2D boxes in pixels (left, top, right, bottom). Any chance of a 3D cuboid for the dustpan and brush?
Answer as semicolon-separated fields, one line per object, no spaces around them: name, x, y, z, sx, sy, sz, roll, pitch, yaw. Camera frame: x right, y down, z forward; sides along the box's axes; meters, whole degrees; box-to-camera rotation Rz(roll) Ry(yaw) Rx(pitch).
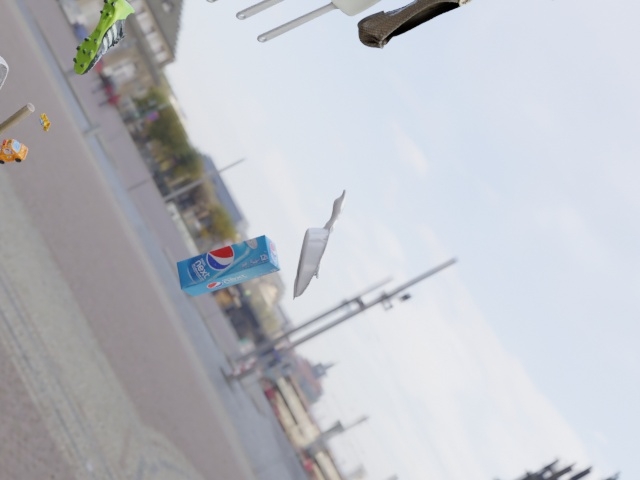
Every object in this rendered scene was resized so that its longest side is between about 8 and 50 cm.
dustpan and brush;0.000;0.000;2.099;0.147;0.060;0.211;-91;-167;-75

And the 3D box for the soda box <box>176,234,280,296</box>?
soda box;-0.198;0.055;2.418;0.071;0.210;0.067;44;30;-66

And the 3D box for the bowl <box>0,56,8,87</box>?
bowl;-0.692;-0.323;2.173;0.142;0.142;0.053;7;48;-40

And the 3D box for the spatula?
spatula;-0.038;-0.369;1.677;0.168;0.242;0.019;33;48;-44

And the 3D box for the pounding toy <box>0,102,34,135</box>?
pounding toy;-0.630;-0.203;1.877;0.110;0.183;0.237;57;32;10

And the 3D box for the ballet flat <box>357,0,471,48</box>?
ballet flat;0.181;-0.404;1.998;0.084;0.250;0.058;23;50;-64

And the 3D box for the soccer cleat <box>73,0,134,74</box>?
soccer cleat;-0.438;-0.409;2.278;0.060;0.178;0.072;36;8;36

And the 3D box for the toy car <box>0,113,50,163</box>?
toy car;-0.544;-0.190;2.026;0.040;0.060;0.122;76;30;-46
